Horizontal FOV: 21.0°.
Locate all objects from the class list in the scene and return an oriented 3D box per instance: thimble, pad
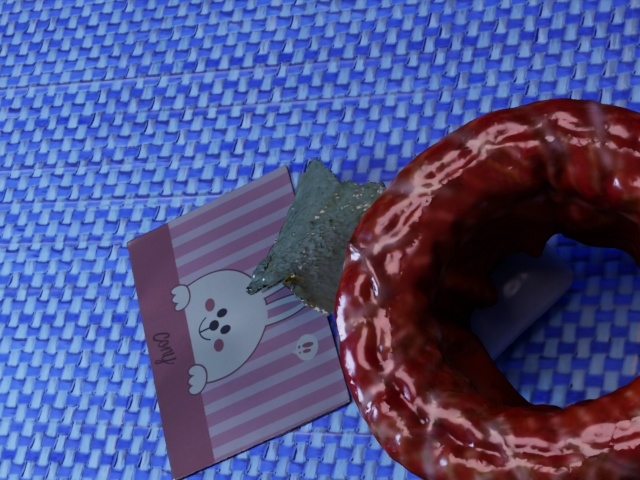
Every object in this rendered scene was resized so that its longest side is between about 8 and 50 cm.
[{"bbox_3d":[0.195,0.056,1.404,0.350,0.230,0.350,-3,77,14],"label":"thimble"},{"bbox_3d":[-0.090,0.078,1.737,0.202,0.005,0.299,-26,53,15],"label":"pad"}]

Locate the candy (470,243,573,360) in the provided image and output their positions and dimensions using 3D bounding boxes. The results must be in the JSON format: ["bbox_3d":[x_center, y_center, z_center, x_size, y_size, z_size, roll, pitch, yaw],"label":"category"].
[{"bbox_3d":[0.133,0.051,1.584,0.174,0.071,0.138,-44,50,1],"label":"candy"}]

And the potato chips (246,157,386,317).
[{"bbox_3d":[0.003,0.007,1.650,0.167,0.059,0.228,-43,32,-16],"label":"potato chips"}]
